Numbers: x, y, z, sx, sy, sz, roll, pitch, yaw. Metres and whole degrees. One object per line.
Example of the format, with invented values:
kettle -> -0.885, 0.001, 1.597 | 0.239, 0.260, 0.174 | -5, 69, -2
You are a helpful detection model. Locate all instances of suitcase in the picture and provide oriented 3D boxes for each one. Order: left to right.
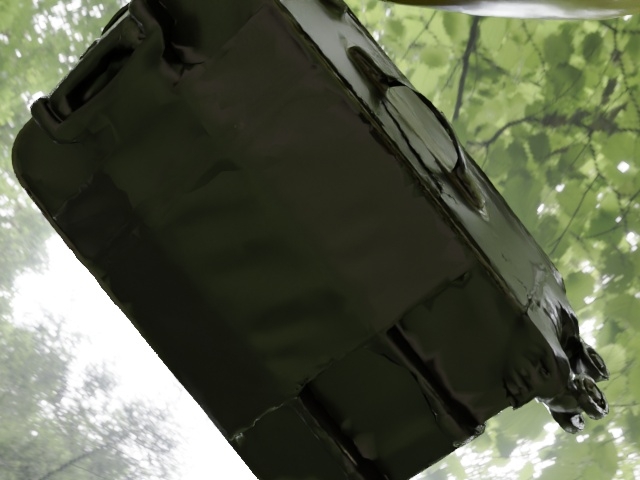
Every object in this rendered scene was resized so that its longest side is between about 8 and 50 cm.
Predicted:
suitcase -> -0.010, -0.004, 0.730 | 0.283, 0.194, 0.434 | -39, -89, 24

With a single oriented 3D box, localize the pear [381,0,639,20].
pear -> 0.148, -0.292, 0.503 | 0.418, 0.362, 0.362 | -31, -104, -4
